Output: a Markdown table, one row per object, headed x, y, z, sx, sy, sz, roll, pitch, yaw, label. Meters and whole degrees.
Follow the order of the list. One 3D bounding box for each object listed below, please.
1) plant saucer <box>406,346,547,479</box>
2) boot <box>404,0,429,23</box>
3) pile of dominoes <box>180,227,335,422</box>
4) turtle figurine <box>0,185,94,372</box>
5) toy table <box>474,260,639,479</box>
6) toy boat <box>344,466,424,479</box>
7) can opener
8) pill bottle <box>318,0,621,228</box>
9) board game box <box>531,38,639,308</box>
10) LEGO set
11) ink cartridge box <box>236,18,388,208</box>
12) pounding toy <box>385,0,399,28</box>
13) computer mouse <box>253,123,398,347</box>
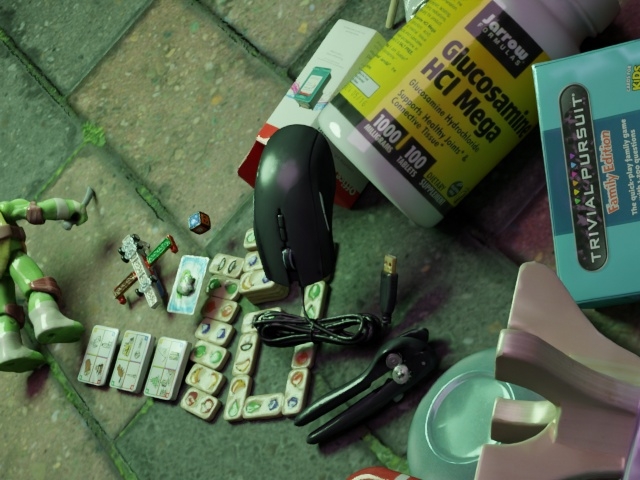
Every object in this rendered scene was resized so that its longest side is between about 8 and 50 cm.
| x | y | z | sx | sy | sz | roll | pitch | yaw | label |
| --- | --- | --- | --- | --- | --- | --- | --- | --- | --- |
| 0.163 | 0.188 | 1.577 | 0.195 | 0.037 | 0.195 | -22 | 48 | 26 | plant saucer |
| 0.215 | -0.306 | 1.868 | 0.258 | 0.095 | 0.123 | -23 | 55 | 35 | boot |
| -0.087 | 0.099 | 1.849 | 0.196 | 0.040 | 0.251 | -12 | 53 | 34 | pile of dominoes |
| -0.391 | 0.039 | 2.105 | 0.197 | 0.275 | 0.266 | -19 | 67 | 0 | turtle figurine |
| 0.238 | 0.149 | 1.403 | 0.160 | 0.252 | 0.274 | 12 | 56 | 10 | toy table |
| 0.068 | 0.294 | 1.492 | 0.231 | 0.151 | 0.151 | 10 | 70 | 44 | toy boat |
| 0.052 | 0.167 | 1.684 | 0.186 | 0.073 | 0.059 | -40 | 81 | 14 | can opener |
| 0.172 | -0.189 | 1.732 | 0.334 | 0.188 | 0.188 | -46 | 42 | 4 | pill bottle |
| 0.384 | -0.081 | 1.486 | 0.336 | 0.079 | 0.254 | -11 | 80 | 35 | board game box |
| -0.207 | 0.080 | 1.973 | 0.182 | 0.060 | 0.244 | 5 | 76 | 42 | LEGO set |
| 0.017 | -0.135 | 1.863 | 0.078 | 0.134 | 0.231 | 27 | 80 | 47 | ink cartridge box |
| 0.116 | -0.372 | 1.970 | 0.141 | 0.130 | 0.100 | -24 | 47 | 14 | pounding toy |
| 0.000 | 0.000 | 1.737 | 0.184 | 0.060 | 0.262 | 5 | 94 | 26 | computer mouse |
